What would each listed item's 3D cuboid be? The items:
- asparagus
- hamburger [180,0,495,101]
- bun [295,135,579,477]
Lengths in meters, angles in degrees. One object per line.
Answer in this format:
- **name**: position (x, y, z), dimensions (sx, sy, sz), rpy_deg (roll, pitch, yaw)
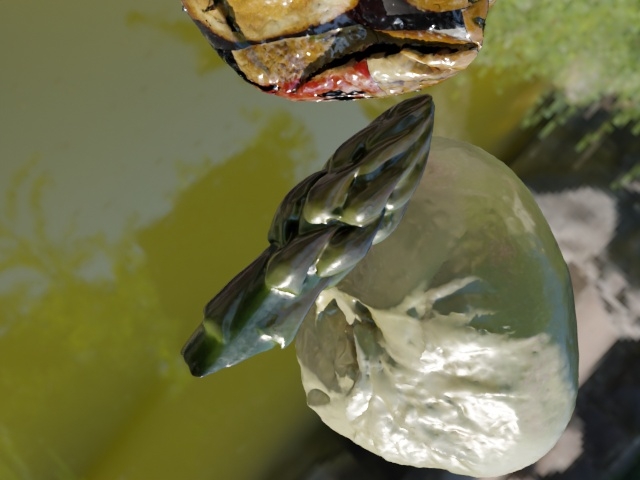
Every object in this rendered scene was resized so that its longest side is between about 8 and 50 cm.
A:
- **asparagus**: position (0.000, 0.000, 1.179), dimensions (0.080, 0.080, 0.287), rpy_deg (-18, 150, -56)
- **hamburger**: position (0.012, -0.189, 0.975), dimensions (0.107, 0.231, 0.231), rpy_deg (-58, 175, -42)
- **bun**: position (0.101, 0.082, 1.639), dimensions (0.213, 0.361, 0.361), rpy_deg (-25, 154, -36)
